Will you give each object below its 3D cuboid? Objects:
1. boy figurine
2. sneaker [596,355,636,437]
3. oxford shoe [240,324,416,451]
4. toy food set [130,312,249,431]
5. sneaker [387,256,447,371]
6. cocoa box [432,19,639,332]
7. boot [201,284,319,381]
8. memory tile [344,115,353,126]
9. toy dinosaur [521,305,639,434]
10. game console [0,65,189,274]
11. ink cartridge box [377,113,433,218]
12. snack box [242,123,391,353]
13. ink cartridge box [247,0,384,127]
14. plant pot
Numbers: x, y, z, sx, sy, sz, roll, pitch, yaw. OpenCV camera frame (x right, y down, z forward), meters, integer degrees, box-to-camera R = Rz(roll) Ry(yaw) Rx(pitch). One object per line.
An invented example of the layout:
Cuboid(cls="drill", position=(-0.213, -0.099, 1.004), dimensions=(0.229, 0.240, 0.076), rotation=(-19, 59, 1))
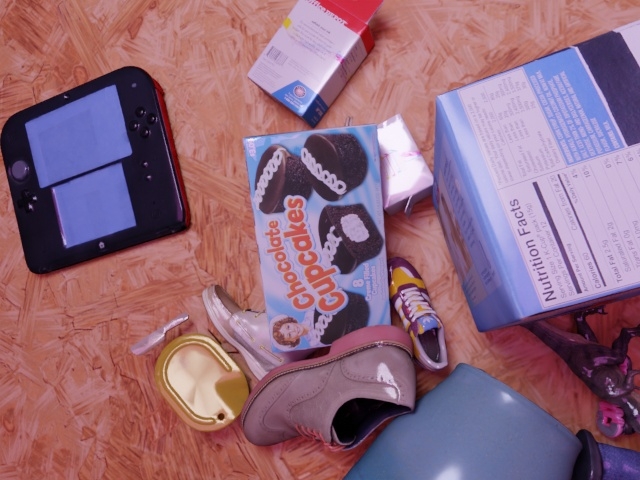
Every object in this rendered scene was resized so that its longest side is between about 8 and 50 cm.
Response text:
Cuboid(cls="boy figurine", position=(0.467, 0.346, 0.609), dimensions=(0.285, 0.092, 0.177), rotation=(18, 123, 9))
Cuboid(cls="sneaker", position=(0.433, 0.222, 0.674), dimensions=(0.057, 0.047, 0.119), rotation=(12, 83, -13))
Cuboid(cls="oxford shoe", position=(-0.007, 0.254, 0.705), dimensions=(0.348, 0.123, 0.130), rotation=(-40, 32, 30))
Cuboid(cls="toy food set", position=(-0.221, 0.240, 0.847), dimensions=(0.128, 0.071, 0.218), rotation=(-41, 75, -15))
Cuboid(cls="sneaker", position=(0.152, 0.109, 0.727), dimensions=(0.070, 0.084, 0.185), rotation=(-21, 85, -10))
Cuboid(cls="cocoa box", position=(0.273, -0.032, 0.553), dimensions=(0.228, 0.347, 0.231), rotation=(-18, 74, 8))
Cuboid(cls="boot", position=(-0.087, 0.126, 0.806), dimensions=(0.165, 0.077, 0.213), rotation=(-41, 83, 10))
Cuboid(cls="memory tile", position=(0.030, -0.122, 0.774), dimensions=(0.012, 0.113, 0.148), rotation=(11, 88, -1))
Cuboid(cls="toy dinosaur", position=(0.381, 0.149, 0.652), dimensions=(0.118, 0.064, 0.268), rotation=(-44, 51, -4))
Cuboid(cls="game console", position=(-0.464, -0.138, 0.944), dimensions=(0.387, 0.060, 0.342), rotation=(-16, 82, 15))
Cuboid(cls="ink cartridge box", position=(0.124, -0.110, 0.755), dimensions=(0.090, 0.092, 0.143), rotation=(-28, 80, 12))
Cuboid(cls="snack box", position=(0.000, 0.000, 0.698), dimensions=(0.187, 0.060, 0.322), rotation=(-7, 104, -4))
Cuboid(cls="ink cartridge box", position=(-0.002, -0.333, 0.814), dimensions=(0.134, 0.078, 0.231), rotation=(40, 97, 14))
Cuboid(cls="plant pot", position=(0.196, 0.318, 0.629), dimensions=(0.272, 0.271, 0.255), rotation=(34, 81, 16))
